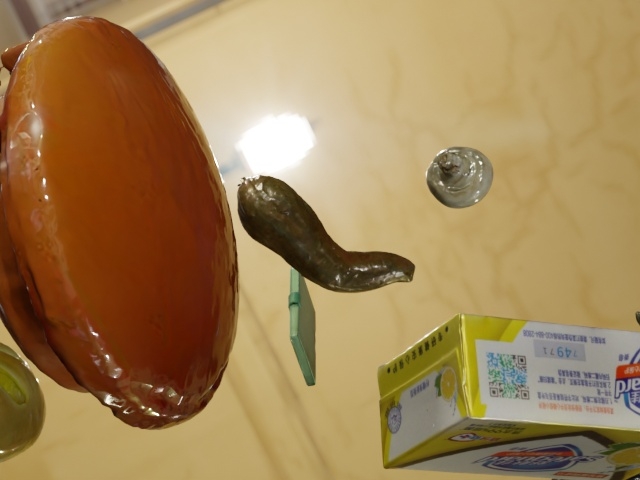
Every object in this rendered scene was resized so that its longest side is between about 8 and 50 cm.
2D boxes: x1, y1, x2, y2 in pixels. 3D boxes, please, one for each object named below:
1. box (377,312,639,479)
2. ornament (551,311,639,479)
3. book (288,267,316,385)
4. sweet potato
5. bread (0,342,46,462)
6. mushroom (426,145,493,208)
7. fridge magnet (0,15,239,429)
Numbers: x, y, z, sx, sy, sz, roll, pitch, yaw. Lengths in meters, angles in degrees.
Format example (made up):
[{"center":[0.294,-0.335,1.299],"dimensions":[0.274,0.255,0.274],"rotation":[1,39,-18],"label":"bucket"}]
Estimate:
[{"center":[0.203,0.147,1.656],"dimensions":[0.168,0.265,0.097],"rotation":[-40,-132,54],"label":"box"},{"center":[0.379,0.192,2.217],"dimensions":[0.080,0.202,0.236],"rotation":[-109,-156,-52],"label":"ornament"},{"center":[-0.025,0.110,2.424],"dimensions":[0.135,0.017,0.103],"rotation":[-90,167,-46],"label":"book"},{"center":[-0.002,0.006,2.082],"dimensions":[0.233,0.081,0.062],"rotation":[32,14,-13],"label":"sweet potato"},{"center":[-0.488,0.195,2.127],"dimensions":[0.333,0.333,0.160],"rotation":[180,-99,-78],"label":"bread"},{"center":[0.168,-0.084,2.242],"dimensions":[0.085,0.085,0.079],"rotation":[55,-3,36],"label":"mushroom"},{"center":[-0.176,-0.014,1.569],"dimensions":[0.363,0.155,0.363],"rotation":[-14,90,-69],"label":"fridge magnet"}]
